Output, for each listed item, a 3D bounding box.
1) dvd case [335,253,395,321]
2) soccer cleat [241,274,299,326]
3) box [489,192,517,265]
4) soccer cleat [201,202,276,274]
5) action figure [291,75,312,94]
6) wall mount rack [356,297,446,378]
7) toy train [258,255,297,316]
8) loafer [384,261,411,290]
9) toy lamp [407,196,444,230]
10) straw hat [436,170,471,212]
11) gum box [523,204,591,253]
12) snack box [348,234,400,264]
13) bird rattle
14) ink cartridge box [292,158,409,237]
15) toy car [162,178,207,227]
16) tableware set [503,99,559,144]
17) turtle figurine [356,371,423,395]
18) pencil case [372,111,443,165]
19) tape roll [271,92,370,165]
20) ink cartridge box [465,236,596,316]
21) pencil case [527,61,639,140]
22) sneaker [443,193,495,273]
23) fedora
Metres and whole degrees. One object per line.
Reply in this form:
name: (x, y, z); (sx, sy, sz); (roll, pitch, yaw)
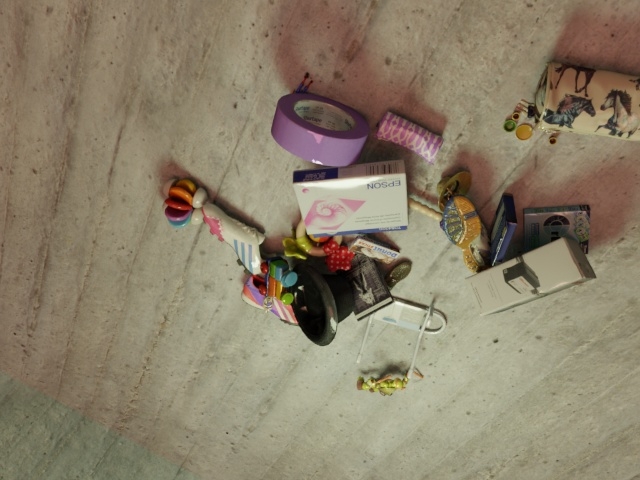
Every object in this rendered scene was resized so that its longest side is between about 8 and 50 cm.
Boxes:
dvd case: (0.152, 0.155, 1.806); (0.164, 0.018, 0.221); (-34, 71, 31)
soccer cleat: (-0.152, 0.233, 1.971); (0.318, 0.108, 0.116); (24, 121, 4)
box: (0.544, -0.032, 1.516); (0.036, 0.225, 0.136); (15, 124, 9)
soccer cleat: (-0.290, -0.024, 1.858); (0.143, 0.116, 0.331); (-32, 111, 14)
action figure: (-0.068, -0.449, 1.561); (0.038, 0.030, 0.115); (33, 127, -11)
wall mount rack: (0.276, 0.340, 1.890); (0.350, 0.130, 0.304); (16, 124, 8)
toy train: (-0.149, 0.196, 1.845); (0.143, 0.105, 0.248); (30, 121, 50)
loafer: (0.263, 0.125, 1.810); (0.056, 0.050, 0.148); (41, 108, -14)
toy lamp: (0.294, -0.121, 1.628); (0.274, 0.080, 0.080); (25, 125, -2)
straw hat: (0.396, -0.162, 1.576); (0.061, 0.144, 0.144); (44, 137, 40)
gum box: (0.729, -0.028, 1.575); (0.184, 0.041, 0.157); (-3, 121, 18)
snack box: (0.185, 0.033, 1.747); (0.178, 0.022, 0.064); (19, 128, -26)
bird rattle: (0.000, 0.000, 1.768); (0.253, 0.143, 0.207); (11, 107, 7)
ink cartridge box: (0.104, -0.098, 1.559); (0.324, 0.071, 0.330); (-5, 141, 9)
toy car: (-0.503, -0.124, 1.829); (0.159, 0.136, 0.182); (18, 125, 5)
tableware set: (0.605, -0.321, 1.439); (0.154, 0.024, 0.104); (26, 125, -1)
turtle figurine: (0.265, 0.575, 2.028); (0.217, 0.269, 0.087); (-22, 70, 49)
pencil case: (0.262, -0.307, 1.512); (0.206, 0.086, 0.088); (25, 91, 2)
tape roll: (0.000, -0.324, 1.468); (0.275, 0.275, 0.090); (22, 126, 3)
ink cartridge box: (0.629, 0.112, 1.525); (0.307, 0.223, 0.129); (-29, 70, 32)
pencil case: (0.758, -0.331, 1.302); (0.410, 0.160, 0.183); (13, 107, 8)
sneaker: (0.460, -0.035, 1.594); (0.112, 0.131, 0.296); (-14, 123, 24)
fedora: (0.017, 0.214, 1.814); (0.152, 0.334, 0.334); (-12, 128, -26)
